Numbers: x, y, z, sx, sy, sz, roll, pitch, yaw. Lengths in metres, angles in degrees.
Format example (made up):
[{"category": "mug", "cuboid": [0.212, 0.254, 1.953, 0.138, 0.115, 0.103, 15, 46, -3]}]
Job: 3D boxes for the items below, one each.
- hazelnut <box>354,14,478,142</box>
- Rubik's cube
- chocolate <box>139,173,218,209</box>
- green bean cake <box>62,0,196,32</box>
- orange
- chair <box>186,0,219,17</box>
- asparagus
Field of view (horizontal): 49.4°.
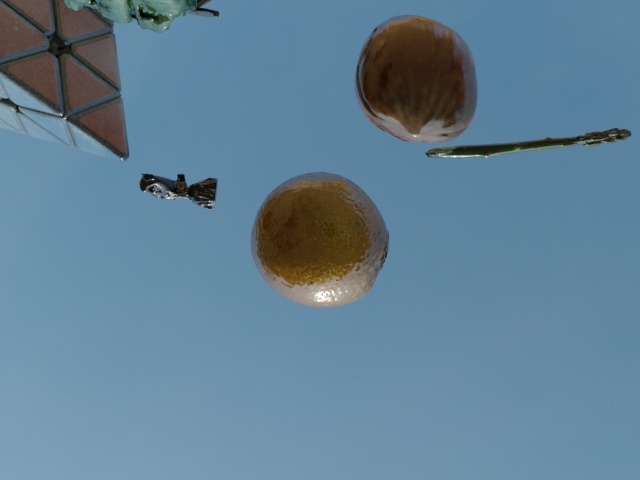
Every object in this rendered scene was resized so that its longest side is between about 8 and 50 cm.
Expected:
[{"category": "hazelnut", "cuboid": [0.114, -0.184, 0.815, 0.150, 0.150, 0.150, -5, -104, 22]}, {"category": "Rubik's cube", "cuboid": [-0.404, -0.249, 0.990, 0.229, 0.233, 0.228, -7, -149, -13]}, {"category": "chocolate", "cuboid": [-0.269, -0.102, 1.330, 0.147, 0.072, 0.070, 14, -128, -10]}, {"category": "green bean cake", "cuboid": [-0.158, -0.282, 0.554, 0.194, 0.107, 0.208, 19, -113, 12]}, {"category": "orange", "cuboid": [0.000, 0.000, 1.372, 0.274, 0.274, 0.274, -5, -104, 22]}, {"category": "chair", "cuboid": [-0.187, -0.453, 1.073, 0.188, 0.166, 0.272, -42, -154, -8]}, {"category": "asparagus", "cuboid": [0.171, -0.079, 0.580, 0.166, 0.013, 0.016, -3, -97, 13]}]
